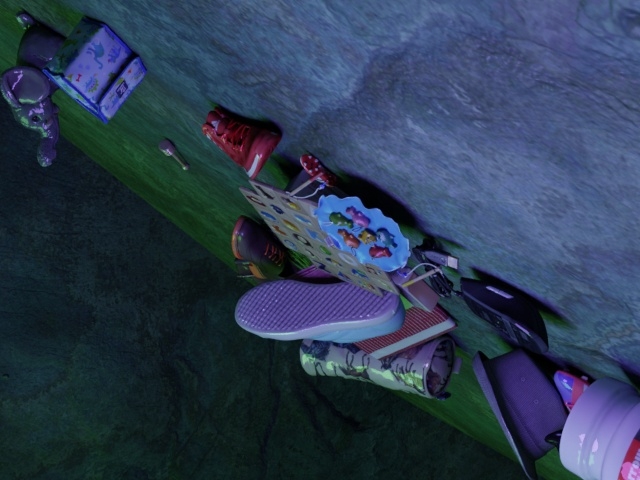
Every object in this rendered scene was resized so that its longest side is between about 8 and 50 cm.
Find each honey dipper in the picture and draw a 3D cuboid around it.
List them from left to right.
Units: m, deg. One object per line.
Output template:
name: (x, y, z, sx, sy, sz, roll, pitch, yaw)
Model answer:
honey dipper: (-0.359, -0.207, 2.282, 0.030, 0.030, 0.160, 32, 172, 17)

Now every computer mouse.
computer mouse: (0.267, 0.076, 1.509, 0.262, 0.060, 0.184, 32, 165, 41)

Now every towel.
towel: (0.108, 0.135, 2.006, 0.237, 0.037, 0.329, -28, 126, 35)

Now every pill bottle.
pill bottle: (0.566, 0.361, 1.410, 0.363, 0.210, 0.210, 25, 166, 43)

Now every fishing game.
fishing game: (0.062, -0.006, 1.520, 0.264, 0.041, 0.189, 40, 154, -12)

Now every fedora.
fedora: (0.411, 0.322, 1.814, 0.244, 0.124, 0.275, 38, -156, -61)

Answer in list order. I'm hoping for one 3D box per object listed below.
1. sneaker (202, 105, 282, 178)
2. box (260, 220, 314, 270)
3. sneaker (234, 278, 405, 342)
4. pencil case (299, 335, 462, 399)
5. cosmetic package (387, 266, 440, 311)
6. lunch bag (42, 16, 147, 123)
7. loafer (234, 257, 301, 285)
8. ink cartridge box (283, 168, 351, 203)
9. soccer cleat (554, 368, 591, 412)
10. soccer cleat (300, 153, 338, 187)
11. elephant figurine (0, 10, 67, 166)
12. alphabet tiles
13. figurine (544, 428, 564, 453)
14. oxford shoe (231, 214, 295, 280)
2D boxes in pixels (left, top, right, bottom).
sneaker: (-0.147, -0.173, 1.583, 0.128, 0.087, 0.221, 35, 169, -8)
box: (-0.009, 0.043, 2.164, 0.270, 0.060, 0.216, 43, 169, -15)
sneaker: (0.003, 0.168, 1.940, 0.366, 0.135, 0.150, -2, 147, 22)
pencil case: (0.142, 0.291, 2.328, 0.410, 0.159, 0.183, 5, 163, 36)
cosmetic package: (0.187, 0.096, 1.889, 0.115, 0.041, 0.060, 41, 167, -35)
lunch bag: (-0.396, -0.301, 1.661, 0.096, 0.128, 0.151, 27, 167, 39)
loafer: (-0.070, 0.125, 2.379, 0.366, 0.130, 0.134, 21, 164, -39)
ink cartridge box: (-0.015, -0.071, 1.698, 0.104, 0.060, 0.180, 35, 170, -6)
soccer cleat: (0.517, 0.333, 1.776, 0.248, 0.095, 0.083, 41, 169, -34)
soccer cleat: (-0.006, -0.116, 1.552, 0.083, 0.029, 0.036, 35, 167, -28)
elephant figurine: (-0.597, -0.314, 1.933, 0.186, 0.239, 0.169, 30, 170, 25)
alphabet tiles: (0.000, 0.000, 1.734, 0.285, 0.011, 0.342, 23, 162, 33)
figurine: (0.555, 0.394, 1.700, 0.209, 0.092, 0.215, -21, 131, 40)
oxford shoe: (-0.126, 0.019, 2.122, 0.098, 0.096, 0.271, 14, 163, 21)
